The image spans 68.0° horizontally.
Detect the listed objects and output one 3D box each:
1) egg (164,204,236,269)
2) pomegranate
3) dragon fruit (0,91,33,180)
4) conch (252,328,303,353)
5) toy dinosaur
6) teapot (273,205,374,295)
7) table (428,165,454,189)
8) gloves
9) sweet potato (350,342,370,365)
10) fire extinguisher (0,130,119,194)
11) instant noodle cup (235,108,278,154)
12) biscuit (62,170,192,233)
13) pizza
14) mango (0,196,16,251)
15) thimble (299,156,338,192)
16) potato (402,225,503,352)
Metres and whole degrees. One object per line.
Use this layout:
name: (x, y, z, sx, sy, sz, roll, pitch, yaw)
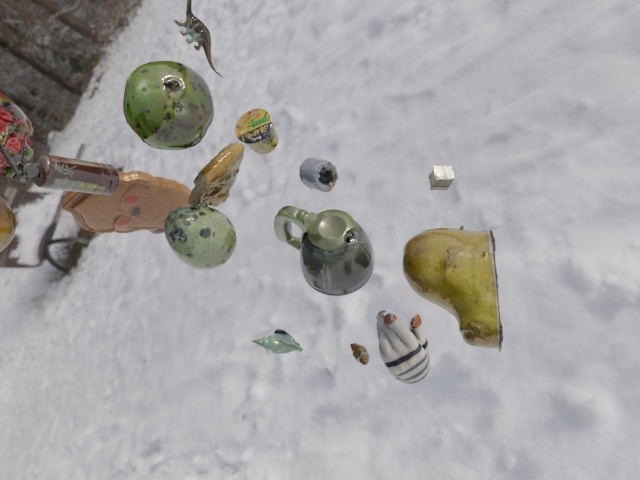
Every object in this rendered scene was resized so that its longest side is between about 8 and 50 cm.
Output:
egg: (-0.338, -0.013, 1.329, 0.177, 0.228, 0.177, -14, 62, 28)
pomegranate: (-0.364, -0.311, 1.136, 0.263, 0.211, 0.211, -23, 51, 64)
dragon fruit: (-0.850, -0.260, 1.138, 0.237, 0.302, 0.231, -59, -12, -64)
conch: (-0.149, 0.357, 1.649, 0.088, 0.180, 0.065, -99, 20, -67)
toy dinosaur: (-0.252, -0.412, 0.956, 0.058, 0.180, 0.037, -15, 28, 16)
teapot: (0.022, -0.009, 1.486, 0.239, 0.239, 0.322, -31, 56, -13)
table: (0.466, -0.242, 1.840, 0.083, 0.079, 0.062, 98, 172, -65)
gloves: (0.224, 0.292, 1.307, 0.140, 0.219, 0.131, -15, 39, 22)
sweet potato: (0.142, 0.395, 1.619, 0.182, 0.053, 0.054, -164, 80, -81)
fire extinguisher: (-0.577, -0.164, 1.042, 0.075, 0.252, 0.106, -13, 81, 33)
instant noodle cup: (-0.234, -0.405, 1.806, 0.151, 0.122, 0.152, -5, 68, 13)
biscuit: (-0.675, -0.127, 1.711, 0.350, 0.455, 0.078, -47, 54, 41)
pizza: (-0.306, -0.159, 1.393, 0.189, 0.071, 0.297, -50, 2, -34)
mango: (-0.650, -0.061, 0.755, 0.192, 0.316, 0.146, 23, 80, 33)
thimble: (-0.009, -0.282, 2.027, 0.117, 0.151, 0.127, 23, 73, 41)
potato: (0.404, 0.145, 1.492, 0.295, 0.290, 0.397, -2, 71, 18)
